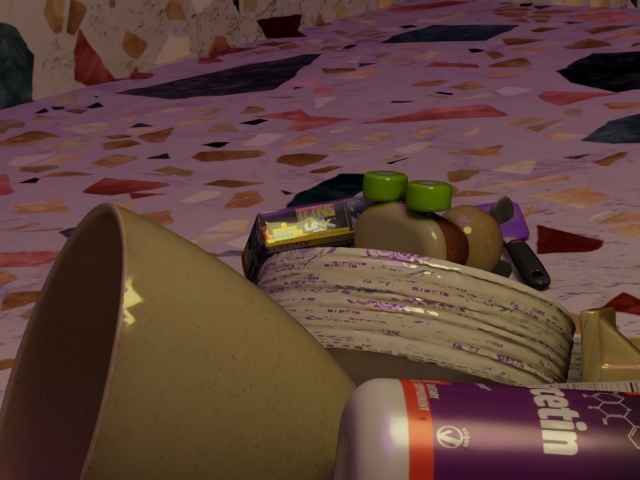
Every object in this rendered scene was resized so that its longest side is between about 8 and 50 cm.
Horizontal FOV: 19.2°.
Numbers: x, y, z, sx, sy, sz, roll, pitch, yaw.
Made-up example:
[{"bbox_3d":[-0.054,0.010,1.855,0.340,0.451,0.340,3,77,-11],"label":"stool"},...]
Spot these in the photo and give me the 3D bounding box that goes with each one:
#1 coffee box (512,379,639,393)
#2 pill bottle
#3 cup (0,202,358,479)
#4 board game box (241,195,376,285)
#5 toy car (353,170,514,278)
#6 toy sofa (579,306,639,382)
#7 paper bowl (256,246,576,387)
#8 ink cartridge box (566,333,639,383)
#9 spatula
[{"bbox_3d":[0.224,0.190,1.481,0.247,0.141,0.098,-2,16,6],"label":"coffee box"},{"bbox_3d":[0.174,0.193,1.329,0.323,0.181,0.181,3,15,-6],"label":"pill bottle"},{"bbox_3d":[-0.103,0.160,1.462,0.237,0.331,0.331,17,9,-20],"label":"cup"},{"bbox_3d":[0.000,0.000,2.249,0.170,0.048,0.141,-9,-21,-15],"label":"board game box"},{"bbox_3d":[0.148,0.001,2.165,0.188,0.155,0.149,-5,13,-38],"label":"toy car"},{"bbox_3d":[0.400,0.141,1.604,0.363,0.177,0.150,-2,0,15],"label":"toy sofa"},{"bbox_3d":[0.072,0.115,1.650,0.284,0.148,0.284,9,-15,2],"label":"paper bowl"},{"bbox_3d":[0.216,0.119,1.883,0.275,0.060,0.239,3,-5,26],"label":"ink cartridge box"},{"bbox_3d":[0.233,0.006,2.315,0.084,0.030,0.296,-8,17,-5],"label":"spatula"}]
